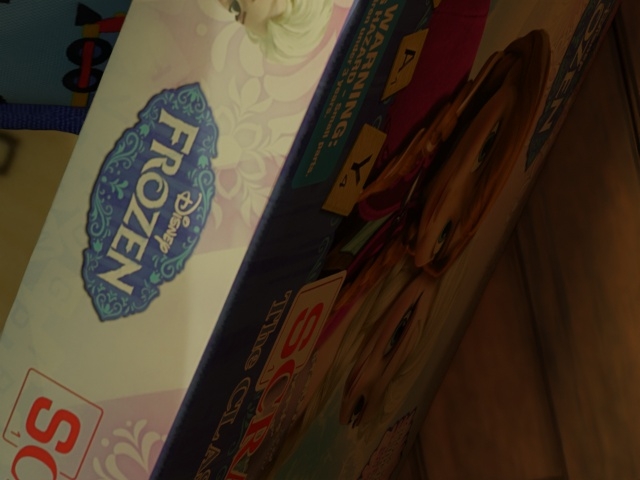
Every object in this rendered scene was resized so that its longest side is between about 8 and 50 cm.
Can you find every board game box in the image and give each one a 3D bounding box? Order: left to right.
[{"bbox_3d":[0.000,0.000,0.686,0.066,0.318,0.319,29,108,15],"label":"board game box"}]

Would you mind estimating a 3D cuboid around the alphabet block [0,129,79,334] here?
[{"bbox_3d":[-0.185,0.001,0.748,0.197,0.192,0.193,19,89,-18],"label":"alphabet block"}]

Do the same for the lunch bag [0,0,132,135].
[{"bbox_3d":[-0.135,-0.205,0.596,0.221,0.138,0.293,110,148,-53],"label":"lunch bag"}]
